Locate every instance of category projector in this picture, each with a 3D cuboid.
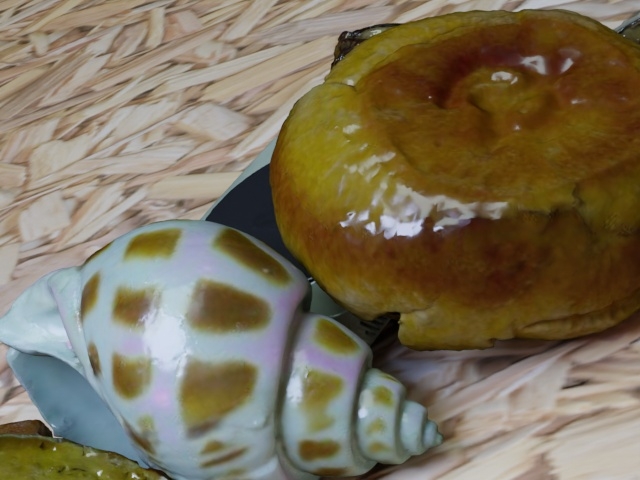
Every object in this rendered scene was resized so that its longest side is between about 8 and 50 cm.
[{"bbox_3d":[0.000,0.000,1.560,0.259,0.079,0.257,3,42,42],"label":"projector"}]

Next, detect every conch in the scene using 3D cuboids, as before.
[{"bbox_3d":[-0.089,0.108,1.361,0.197,0.249,0.368,-23,43,-34],"label":"conch"}]

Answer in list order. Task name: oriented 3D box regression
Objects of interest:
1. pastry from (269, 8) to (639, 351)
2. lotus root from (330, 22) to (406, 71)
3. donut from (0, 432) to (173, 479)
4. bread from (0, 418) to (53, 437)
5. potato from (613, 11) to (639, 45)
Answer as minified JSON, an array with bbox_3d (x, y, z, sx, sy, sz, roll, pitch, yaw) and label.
[{"bbox_3d":[0.135,-0.055,1.385,0.356,0.164,0.356,-5,41,4],"label":"pastry"},{"bbox_3d":[0.125,-0.165,1.702,0.258,0.097,0.110,5,50,33],"label":"lotus root"},{"bbox_3d":[-0.186,0.258,1.199,0.272,0.107,0.272,16,33,-10],"label":"donut"},{"bbox_3d":[-0.301,0.318,1.289,0.165,0.113,0.416,-18,33,19],"label":"bread"},{"bbox_3d":[0.343,-0.195,1.568,0.200,0.081,0.164,-34,2,-10],"label":"potato"}]
